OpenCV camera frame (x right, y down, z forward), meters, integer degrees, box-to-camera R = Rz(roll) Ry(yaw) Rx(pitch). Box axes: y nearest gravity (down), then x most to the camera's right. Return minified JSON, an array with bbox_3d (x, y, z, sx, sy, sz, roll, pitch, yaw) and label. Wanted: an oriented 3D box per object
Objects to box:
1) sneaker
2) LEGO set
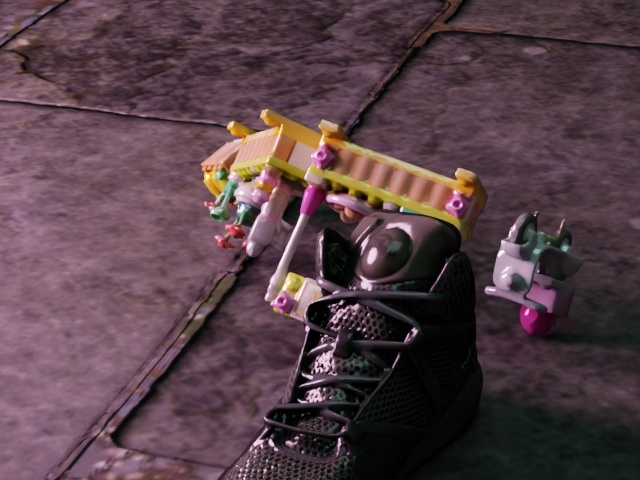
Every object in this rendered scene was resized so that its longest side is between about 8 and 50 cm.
[{"bbox_3d":[0.009,0.065,0.810,0.087,0.130,0.227,12,31,28],"label":"sneaker"},{"bbox_3d":[0.000,0.000,1.007,0.287,0.107,0.132,16,-10,39],"label":"LEGO set"}]
